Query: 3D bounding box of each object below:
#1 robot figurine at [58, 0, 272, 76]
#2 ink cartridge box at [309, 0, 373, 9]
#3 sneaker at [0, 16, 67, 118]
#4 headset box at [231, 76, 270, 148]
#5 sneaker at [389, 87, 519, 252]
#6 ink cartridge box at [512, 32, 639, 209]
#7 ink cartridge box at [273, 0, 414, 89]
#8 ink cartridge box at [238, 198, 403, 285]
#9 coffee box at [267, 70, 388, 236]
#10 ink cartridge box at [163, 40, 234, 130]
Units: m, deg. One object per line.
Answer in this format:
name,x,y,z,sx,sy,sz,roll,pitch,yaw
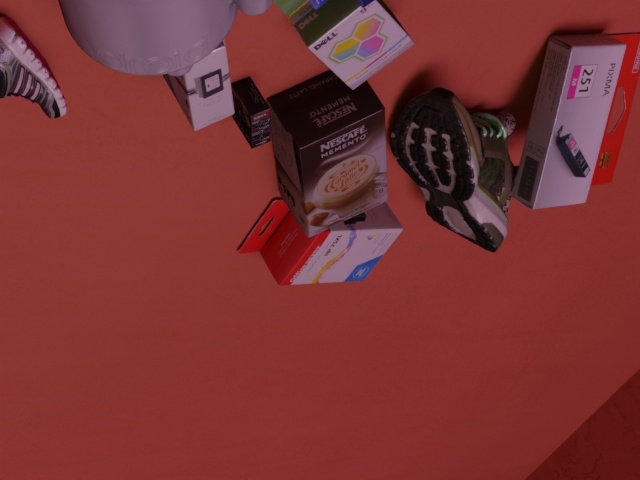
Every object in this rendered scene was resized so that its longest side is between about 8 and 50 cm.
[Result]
robot figurine,-0.188,-0.309,1.693,0.299,0.200,0.353,9,157,5
ink cartridge box,0.094,-0.410,1.955,0.311,0.065,0.186,-32,140,5
sneaker,-0.358,-0.192,1.888,0.074,0.063,0.170,-32,147,0
headset box,-0.094,-0.175,2.175,0.032,0.062,0.083,-23,150,-17
sneaker,0.231,-0.149,2.517,0.182,0.158,0.410,-59,155,-16
ink cartridge box,0.434,-0.193,2.565,0.238,0.060,0.275,-7,119,-37
ink cartridge box,0.032,-0.288,2.118,0.109,0.062,0.209,-37,152,9
ink cartridge box,0.000,0.000,2.534,0.231,0.078,0.134,-3,141,-42
coffee box,0.013,-0.127,2.320,0.141,0.098,0.246,-26,152,-11
ink cartridge box,-0.159,-0.233,1.974,0.060,0.104,0.180,-24,151,-12
